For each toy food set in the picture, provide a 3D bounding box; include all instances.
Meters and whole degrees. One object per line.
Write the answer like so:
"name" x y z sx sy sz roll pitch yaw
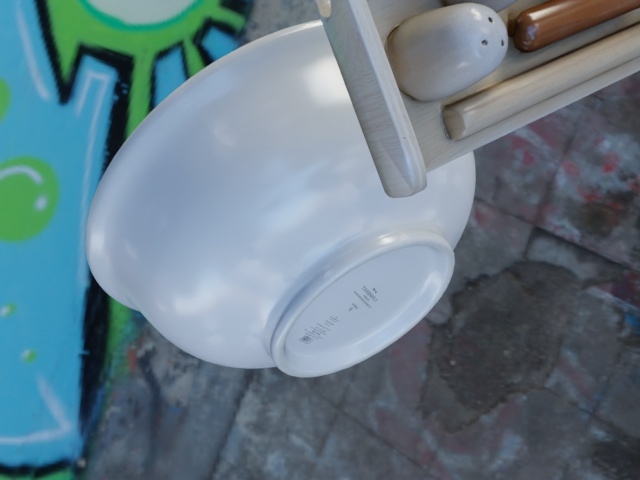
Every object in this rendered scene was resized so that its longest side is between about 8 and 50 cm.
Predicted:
"toy food set" 0.108 -0.173 0.461 0.092 0.306 0.219 -10 104 58

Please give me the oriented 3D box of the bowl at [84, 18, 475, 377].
"bowl" 0.000 0.000 0.753 0.298 0.298 0.134 -49 57 23
